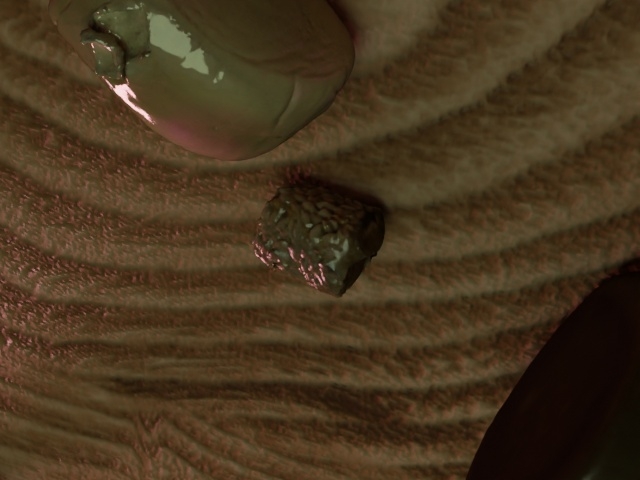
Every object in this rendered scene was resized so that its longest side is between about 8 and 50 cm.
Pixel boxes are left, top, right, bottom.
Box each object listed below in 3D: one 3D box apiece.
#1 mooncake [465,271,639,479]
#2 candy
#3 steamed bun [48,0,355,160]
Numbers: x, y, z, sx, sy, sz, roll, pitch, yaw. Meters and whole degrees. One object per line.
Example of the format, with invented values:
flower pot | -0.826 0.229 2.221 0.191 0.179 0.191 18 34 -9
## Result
mooncake | 0.251 0.176 1.207 0.155 0.284 0.284 33 134 -5
candy | 0.000 0.000 1.304 0.110 0.085 0.095 26 127 14
steamed bun | -0.102 -0.158 1.147 0.239 0.152 0.170 42 133 -12
